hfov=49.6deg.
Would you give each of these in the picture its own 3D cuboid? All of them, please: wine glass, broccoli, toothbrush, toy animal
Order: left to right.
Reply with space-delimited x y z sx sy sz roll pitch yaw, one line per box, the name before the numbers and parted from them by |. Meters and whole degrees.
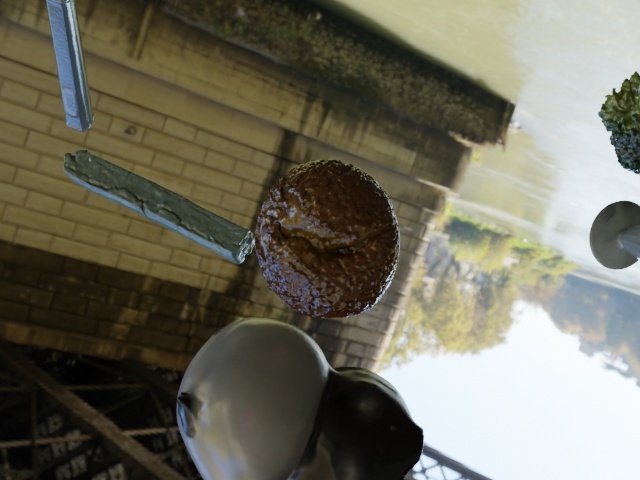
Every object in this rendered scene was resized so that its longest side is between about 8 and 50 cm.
toothbrush | -0.187 -0.164 0.501 0.025 0.030 0.342 20 160 -7
toy animal | -0.034 0.184 0.715 0.235 0.165 0.187 28 -136 -11
wine glass | 0.563 0.004 1.164 0.164 0.165 0.196 18 -174 -18
broccoli | 0.635 -0.212 1.222 0.262 0.244 0.247 15 170 25

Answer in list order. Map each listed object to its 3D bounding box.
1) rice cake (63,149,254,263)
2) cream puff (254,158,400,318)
rice cake | -0.185 -0.041 0.782 0.245 0.042 0.045 25 165 15
cream puff | 0.000 0.000 1.272 0.302 0.303 0.212 21 -165 30
